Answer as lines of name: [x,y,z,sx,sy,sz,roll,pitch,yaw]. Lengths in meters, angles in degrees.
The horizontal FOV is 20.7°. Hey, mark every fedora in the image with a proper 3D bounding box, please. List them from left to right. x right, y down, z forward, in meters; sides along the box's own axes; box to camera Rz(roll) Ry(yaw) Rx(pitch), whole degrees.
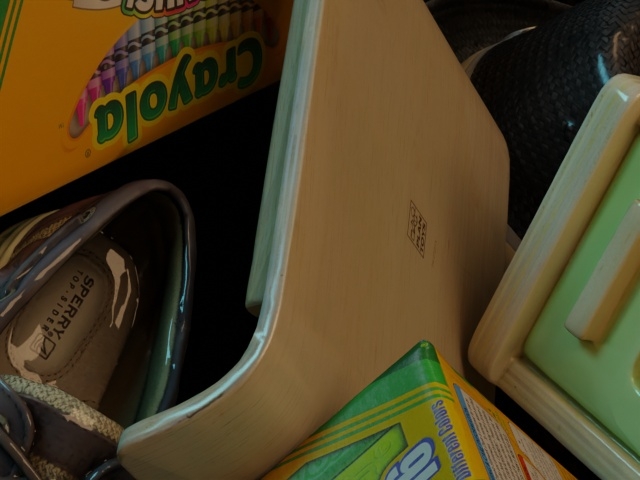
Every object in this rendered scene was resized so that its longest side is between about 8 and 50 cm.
fedora: [0.202,-0.052,1.004,0.334,0.152,0.334,23,48,-29]

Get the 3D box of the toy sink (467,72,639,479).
toy sink: [0.166,0.023,0.765,0.131,0.152,0.234,6,29,-44]

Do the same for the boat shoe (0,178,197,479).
boat shoe: [-0.112,0.083,0.662,0.103,0.092,0.285,35,43,-18]

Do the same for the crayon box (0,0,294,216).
crayon box: [-0.096,-0.132,0.778,0.278,0.081,0.165,-33,130,-49]

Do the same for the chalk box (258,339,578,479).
chalk box: [0.011,0.168,0.616,0.132,0.213,0.132,42,13,-26]

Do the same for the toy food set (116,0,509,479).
toy food set: [0.000,0.000,0.769,0.219,0.092,0.306,52,37,-49]
